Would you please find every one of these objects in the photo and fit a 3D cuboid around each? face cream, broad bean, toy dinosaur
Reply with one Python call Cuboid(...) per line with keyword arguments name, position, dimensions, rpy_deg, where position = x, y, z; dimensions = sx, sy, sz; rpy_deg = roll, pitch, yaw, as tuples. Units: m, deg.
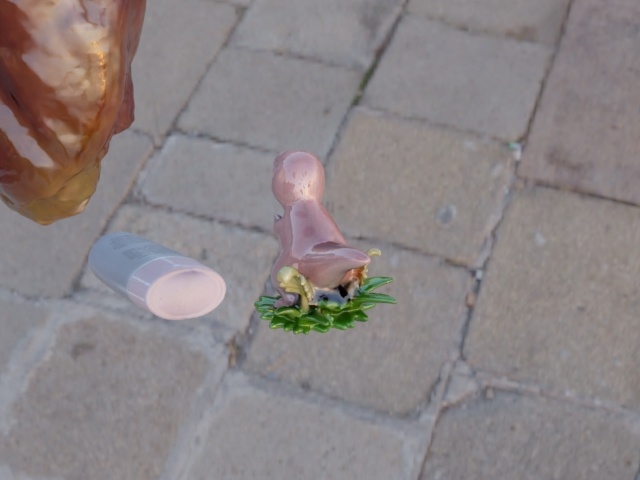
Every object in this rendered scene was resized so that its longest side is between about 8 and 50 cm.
Cuboid(name="face cream", position=(-0.166, 0.034, 1.218), dimensions=(0.084, 0.057, 0.198), rpy_deg=(-7, 13, -26))
Cuboid(name="broad bean", position=(-0.174, -0.119, 0.795), dimensions=(0.122, 0.228, 0.156), rpy_deg=(-24, 42, -38))
Cuboid(name="toy dinosaur", position=(0.007, 0.000, 1.350), dimensions=(0.152, 0.177, 0.194), rpy_deg=(-4, 24, -14))
